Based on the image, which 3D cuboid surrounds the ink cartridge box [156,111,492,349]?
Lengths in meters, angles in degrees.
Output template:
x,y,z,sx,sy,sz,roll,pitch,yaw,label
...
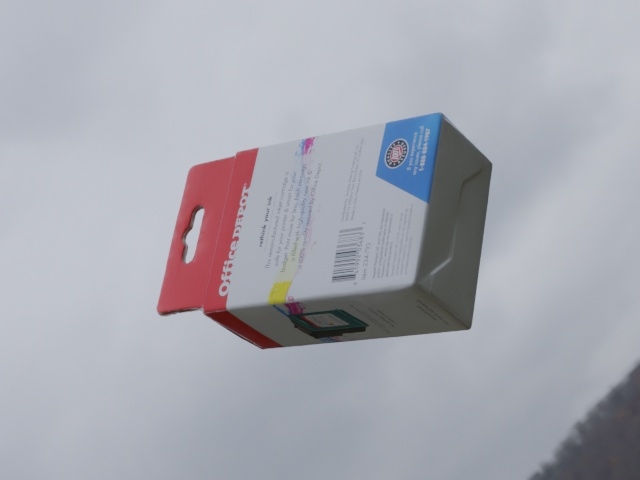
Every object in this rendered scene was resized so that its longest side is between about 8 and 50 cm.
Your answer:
x,y,z,sx,sy,sz,roll,pitch,yaw,label
0.000,0.000,1.005,0.231,0.134,0.078,-8,-30,36,ink cartridge box
